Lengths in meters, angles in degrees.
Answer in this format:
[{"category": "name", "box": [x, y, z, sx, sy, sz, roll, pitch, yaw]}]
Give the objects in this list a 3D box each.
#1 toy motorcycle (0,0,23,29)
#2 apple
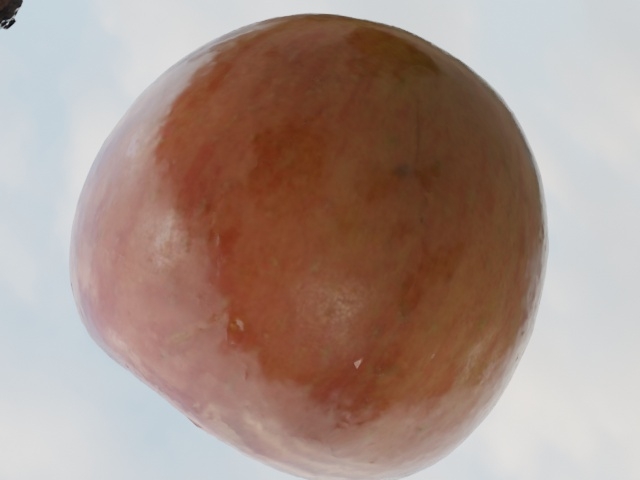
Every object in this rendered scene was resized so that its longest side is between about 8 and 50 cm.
[{"category": "toy motorcycle", "box": [-0.212, -0.240, 1.050, 0.122, 0.080, 0.215, 43, -118, -10]}, {"category": "apple", "box": [0.000, 0.000, 1.139, 0.364, 0.364, 0.364, 33, -146, -26]}]
